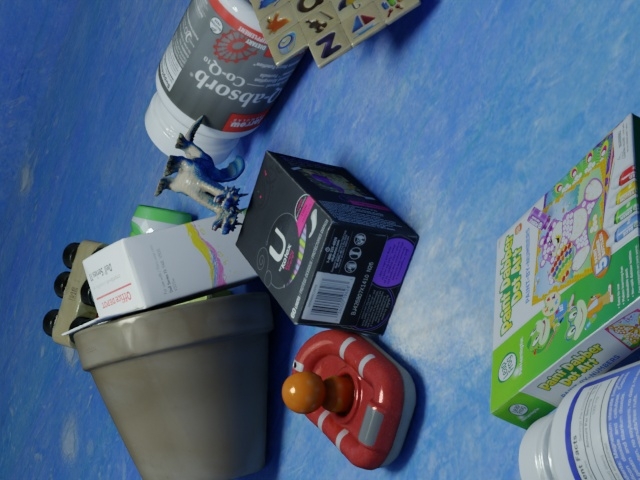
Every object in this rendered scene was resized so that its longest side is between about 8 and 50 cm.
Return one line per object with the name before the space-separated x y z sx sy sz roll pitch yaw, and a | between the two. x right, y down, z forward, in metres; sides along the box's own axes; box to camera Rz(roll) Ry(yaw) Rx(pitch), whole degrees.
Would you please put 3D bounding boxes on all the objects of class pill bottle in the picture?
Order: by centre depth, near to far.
pill bottle | 0.308 0.184 1.075 0.272 0.152 0.152 -37 50 54
pill bottle | -0.159 -0.306 2.037 0.363 0.210 0.210 -54 38 41

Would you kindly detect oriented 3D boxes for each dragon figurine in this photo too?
dragon figurine | -0.174 -0.101 1.878 0.289 0.144 0.085 -85 19 -67

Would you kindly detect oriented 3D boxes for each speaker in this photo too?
speaker | -0.333 0.084 2.330 0.131 0.131 0.296 14 94 62

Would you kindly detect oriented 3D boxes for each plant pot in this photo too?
plant pot | -0.211 0.251 1.904 0.323 0.323 0.280 -23 77 58

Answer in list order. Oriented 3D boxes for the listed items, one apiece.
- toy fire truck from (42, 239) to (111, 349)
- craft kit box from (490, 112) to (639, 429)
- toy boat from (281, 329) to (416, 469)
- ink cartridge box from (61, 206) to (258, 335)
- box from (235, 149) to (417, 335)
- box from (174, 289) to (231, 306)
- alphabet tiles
toy fire truck | -0.432 0.127 2.429 0.158 0.246 0.217 9 81 41
craft kit box | 0.269 0.033 1.225 0.246 0.061 0.250 -53 20 45
toy boat | 0.017 0.209 1.610 0.231 0.151 0.151 36 113 59
ink cartridge box | -0.247 0.045 1.922 0.207 0.353 0.119 -22 85 58
box | 0.000 0.000 1.715 0.270 0.143 0.165 47 122 57
box | -0.274 0.121 2.175 0.232 0.058 0.087 2 84 33
alphabet tiles | 0.025 -0.403 1.770 0.285 0.011 0.342 -32 46 12
